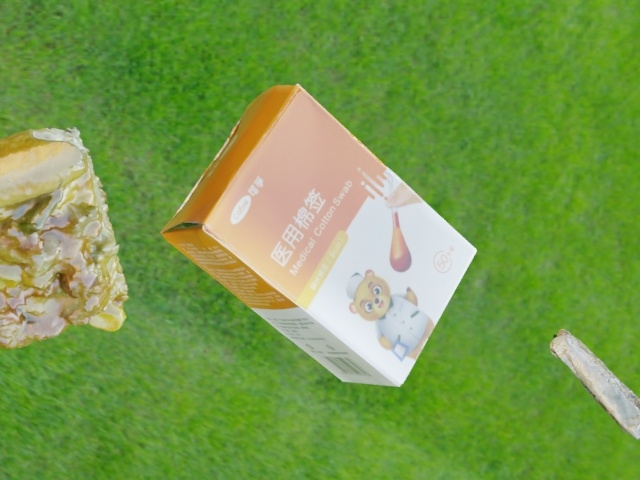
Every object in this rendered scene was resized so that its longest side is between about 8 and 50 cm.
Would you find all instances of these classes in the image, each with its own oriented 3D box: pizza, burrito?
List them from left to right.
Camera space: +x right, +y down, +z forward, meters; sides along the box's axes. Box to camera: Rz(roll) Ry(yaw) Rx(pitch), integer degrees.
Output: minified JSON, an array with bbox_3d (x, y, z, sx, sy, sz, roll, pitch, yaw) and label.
[{"bbox_3d":[-0.311,0.016,0.928,0.268,0.087,0.257,-9,144,-4],"label":"pizza"},{"bbox_3d":[0.351,0.180,1.335,0.042,0.171,0.051,-48,166,33],"label":"burrito"}]

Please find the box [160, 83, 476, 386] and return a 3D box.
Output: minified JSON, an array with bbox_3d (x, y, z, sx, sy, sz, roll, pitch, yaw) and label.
[{"bbox_3d":[0.000,0.000,1.348,0.341,0.143,0.225,41,67,-22],"label":"box"}]
